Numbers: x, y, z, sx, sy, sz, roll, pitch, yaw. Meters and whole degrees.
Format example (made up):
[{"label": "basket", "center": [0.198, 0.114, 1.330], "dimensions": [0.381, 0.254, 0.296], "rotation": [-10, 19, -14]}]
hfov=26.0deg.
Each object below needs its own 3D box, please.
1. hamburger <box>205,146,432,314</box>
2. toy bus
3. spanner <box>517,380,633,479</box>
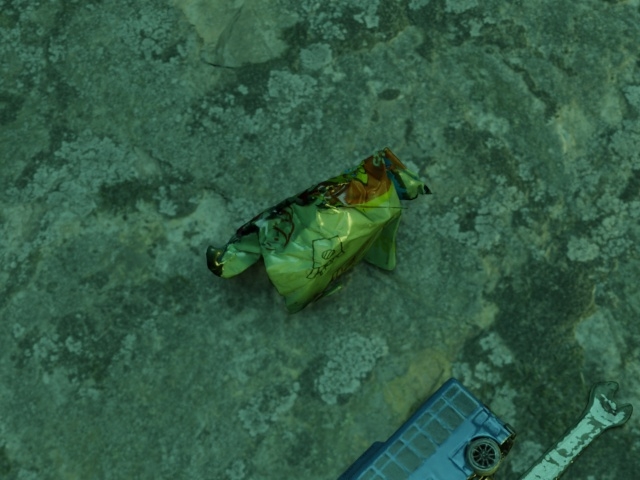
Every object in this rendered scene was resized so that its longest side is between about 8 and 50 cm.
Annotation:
[{"label": "hamburger", "center": [0.000, 0.005, 1.781], "dimensions": [0.276, 0.260, 0.150], "rotation": [-26, 92, 26]}, {"label": "toy bus", "center": [0.118, 0.291, 1.691], "dimensions": [0.234, 0.116, 0.133], "rotation": [-42, 73, -15]}, {"label": "spanner", "center": [0.283, 0.292, 1.735], "dimensions": [0.302, 0.017, 0.071], "rotation": [-42, 72, -14]}]
